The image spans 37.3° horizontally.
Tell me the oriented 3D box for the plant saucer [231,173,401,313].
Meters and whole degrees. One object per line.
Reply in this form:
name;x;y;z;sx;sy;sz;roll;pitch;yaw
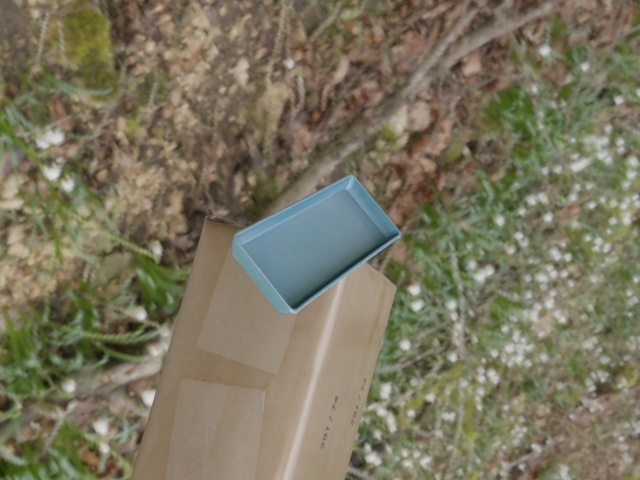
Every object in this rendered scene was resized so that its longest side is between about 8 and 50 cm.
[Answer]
plant saucer;0.000;0.000;0.703;0.018;0.067;0.192;-42;175;30

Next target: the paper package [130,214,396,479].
paper package;-0.053;0.166;1.070;0.168;0.325;0.309;13;173;15
